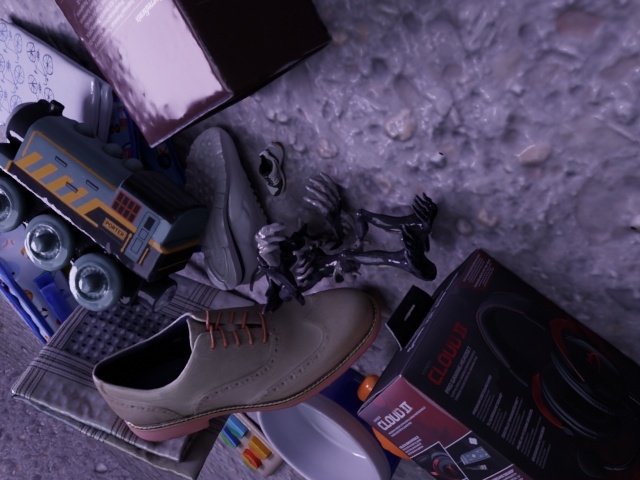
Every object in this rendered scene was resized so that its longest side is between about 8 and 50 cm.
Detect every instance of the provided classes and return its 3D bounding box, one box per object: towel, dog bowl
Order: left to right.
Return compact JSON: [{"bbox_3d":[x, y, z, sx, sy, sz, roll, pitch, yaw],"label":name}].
[{"bbox_3d":[-0.269,0.185,0.833,0.325,0.312,0.056,23,135,3],"label":"towel"},{"bbox_3d":[0.019,0.344,0.917,0.265,0.104,0.264,22,134,25],"label":"dog bowl"}]

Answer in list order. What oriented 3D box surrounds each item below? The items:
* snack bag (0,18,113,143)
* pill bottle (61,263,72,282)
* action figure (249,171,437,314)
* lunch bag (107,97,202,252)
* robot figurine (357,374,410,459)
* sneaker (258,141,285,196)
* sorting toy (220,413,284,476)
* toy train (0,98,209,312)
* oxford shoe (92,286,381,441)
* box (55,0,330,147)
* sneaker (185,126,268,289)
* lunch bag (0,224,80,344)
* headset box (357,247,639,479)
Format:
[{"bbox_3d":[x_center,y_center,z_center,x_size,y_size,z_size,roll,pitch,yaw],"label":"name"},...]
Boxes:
[{"bbox_3d":[-0.468,-0.156,0.849,0.323,0.037,0.342,34,119,27],"label":"snack bag"},{"bbox_3d":[-0.497,0.060,1.099,0.117,0.117,0.214,-1,121,40],"label":"pill bottle"},{"bbox_3d":[0.000,0.000,0.621,0.276,0.164,0.140,-10,126,33],"label":"action figure"},{"bbox_3d":[-0.324,-0.106,0.841,0.221,0.138,0.293,3,112,40],"label":"lunch bag"},{"bbox_3d":[0.142,0.221,0.697,0.158,0.128,0.219,39,139,18],"label":"robot figurine"},{"bbox_3d":[-0.070,-0.092,0.687,0.032,0.037,0.083,20,135,24],"label":"sneaker"},{"bbox_3d":[-0.189,0.510,1.272,0.208,0.038,0.193,37,138,9],"label":"sorting toy"},{"bbox_3d":[-0.315,-0.048,0.695,0.334,0.142,0.190,36,103,8],"label":"toy train"},{"bbox_3d":[-0.107,0.152,0.686,0.146,0.397,0.140,68,177,-46],"label":"oxford shoe"},{"bbox_3d":[-0.135,-0.239,0.520,0.167,0.168,0.203,-14,113,44],"label":"box"},{"bbox_3d":[-0.130,-0.049,0.742,0.090,0.095,0.234,5,106,42],"label":"sneaker"},{"bbox_3d":[-0.567,0.084,0.989,0.243,0.115,0.303,32,146,32],"label":"lunch bag"},{"bbox_3d":[0.198,0.162,0.536,0.293,0.218,0.110,38,137,9],"label":"headset box"}]
